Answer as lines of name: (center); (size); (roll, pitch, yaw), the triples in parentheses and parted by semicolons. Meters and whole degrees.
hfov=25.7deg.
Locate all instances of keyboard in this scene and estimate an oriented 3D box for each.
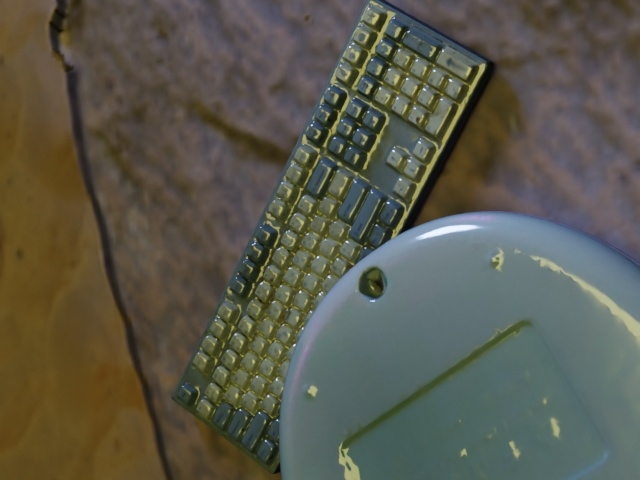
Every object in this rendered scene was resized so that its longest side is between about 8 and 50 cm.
keyboard: (0.001, 0.000, 0.521); (0.055, 0.014, 0.176); (34, 107, 23)

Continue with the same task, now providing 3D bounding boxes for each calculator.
calculator: (0.091, 0.129, 0.449); (0.185, 0.041, 0.299); (-36, 73, 25)
